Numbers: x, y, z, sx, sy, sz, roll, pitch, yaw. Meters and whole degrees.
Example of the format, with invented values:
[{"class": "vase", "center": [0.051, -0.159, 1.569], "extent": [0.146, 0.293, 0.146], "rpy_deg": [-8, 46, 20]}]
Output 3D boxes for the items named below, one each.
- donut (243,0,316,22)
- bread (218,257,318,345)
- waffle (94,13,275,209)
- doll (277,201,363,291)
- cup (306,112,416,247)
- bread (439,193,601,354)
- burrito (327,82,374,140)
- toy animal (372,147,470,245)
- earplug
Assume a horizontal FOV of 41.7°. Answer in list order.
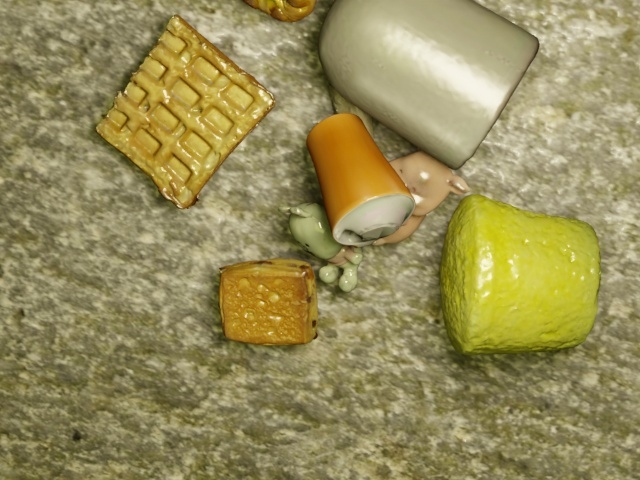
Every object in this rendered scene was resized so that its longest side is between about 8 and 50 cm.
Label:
[{"class": "donut", "center": [-0.094, -0.558, 1.729], "extent": [0.226, 0.226, 0.114], "rpy_deg": [26, 69, -1]}, {"class": "bread", "center": [-0.122, 0.141, 1.984], "extent": [0.235, 0.099, 0.211], "rpy_deg": [1, 109, 9]}, {"class": "waffle", "center": [-0.307, -0.284, 1.900], "extent": [0.304, 0.077, 0.348], "rpy_deg": [41, 106, -6]}, {"class": "doll", "center": [0.010, -0.007, 1.890], "extent": [0.113, 0.155, 0.275], "rpy_deg": [-49, 129, -18]}, {"class": "cup", "center": [0.070, -0.115, 1.762], "extent": [0.182, 0.226, 0.264], "rpy_deg": [-13, 62, -18]}, {"class": "bread", "center": [0.413, 0.077, 1.793], "extent": [0.307, 0.348, 0.348], "rpy_deg": [3, 106, -5]}, {"class": "burrito", "center": [0.080, -0.247, 1.871], "extent": [0.087, 0.060, 0.226], "rpy_deg": [-9, 104, 14]}, {"class": "toy animal", "center": [0.192, -0.097, 1.853], "extent": [0.166, 0.154, 0.250], "rpy_deg": [48, 123, 4]}, {"class": "earplug", "center": [0.194, -0.373, 1.692], "extent": [0.394, 0.312, 0.313], "rpy_deg": [32, 107, -2]}]
